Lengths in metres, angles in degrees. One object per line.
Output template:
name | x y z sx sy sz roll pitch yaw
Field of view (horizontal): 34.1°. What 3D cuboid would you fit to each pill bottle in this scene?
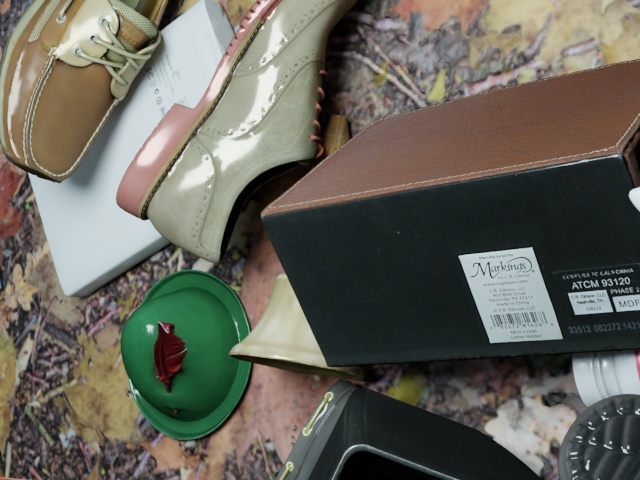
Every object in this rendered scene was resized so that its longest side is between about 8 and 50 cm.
pill bottle | 0.273 0.086 0.766 0.160 0.087 0.087 -13 80 34

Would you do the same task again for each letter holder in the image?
letter holder | 0.147 -0.025 0.840 0.302 0.214 0.152 -9 114 36

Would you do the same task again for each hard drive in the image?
hard drive | -0.194 -0.093 1.131 0.308 0.040 0.203 -30 71 30

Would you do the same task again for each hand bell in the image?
hand bell | 0.000 0.000 0.971 0.126 0.126 0.242 2 76 35

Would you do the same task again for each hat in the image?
hat | -0.183 0.106 1.025 0.173 0.184 0.208 46 112 28

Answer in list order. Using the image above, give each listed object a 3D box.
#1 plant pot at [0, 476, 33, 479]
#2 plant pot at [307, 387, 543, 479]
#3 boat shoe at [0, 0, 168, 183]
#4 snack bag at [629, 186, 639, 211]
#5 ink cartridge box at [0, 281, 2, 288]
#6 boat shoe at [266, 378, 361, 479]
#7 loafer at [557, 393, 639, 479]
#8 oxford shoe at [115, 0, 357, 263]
plant pot | -0.296 0.373 1.043 0.236 0.267 0.267 -11 69 51
plant pot | 0.067 0.224 0.831 0.188 0.167 0.187 22 107 -9
boat shoe | -0.228 -0.218 1.070 0.120 0.123 0.323 8 76 42
snack bag | 0.382 0.044 0.543 0.342 0.037 0.323 44 151 -12
ink cartridge box | -0.586 -0.094 1.257 0.166 0.285 0.394 -28 71 31
boat shoe | -0.015 0.234 0.969 0.069 0.081 0.227 41 103 33
loafer | 0.342 0.219 0.709 0.366 0.130 0.133 26 67 25
oxford shoe | -0.036 -0.135 0.973 0.130 0.123 0.348 38 93 6
